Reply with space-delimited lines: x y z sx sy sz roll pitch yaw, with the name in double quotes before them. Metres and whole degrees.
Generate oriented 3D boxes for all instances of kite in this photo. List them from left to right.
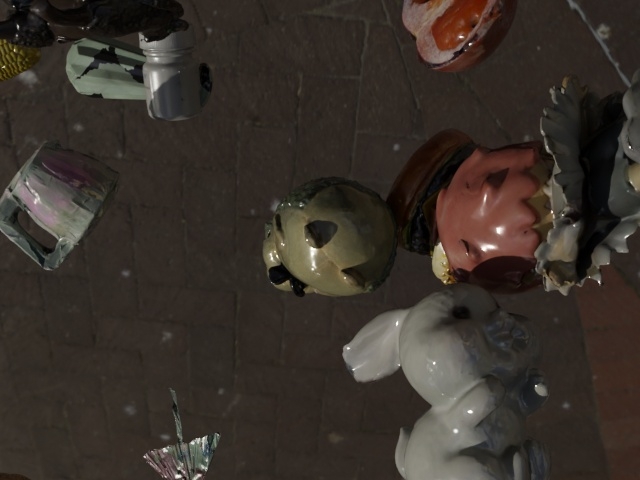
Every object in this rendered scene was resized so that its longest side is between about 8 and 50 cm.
"kite" -0.183 0.268 1.075 0.139 0.156 0.011 -19 165 27

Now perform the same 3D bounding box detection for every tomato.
"tomato" 0.227 -0.349 1.225 0.112 0.227 0.199 15 136 -31

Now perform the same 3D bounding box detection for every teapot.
"teapot" -0.505 -0.081 1.572 0.178 0.163 0.221 33 119 -16

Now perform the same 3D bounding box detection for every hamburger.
"hamburger" 0.270 -0.058 1.595 0.225 0.291 0.290 33 133 25

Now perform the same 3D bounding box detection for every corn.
"corn" -0.472 -0.235 1.111 0.207 0.067 0.067 -21 126 -1

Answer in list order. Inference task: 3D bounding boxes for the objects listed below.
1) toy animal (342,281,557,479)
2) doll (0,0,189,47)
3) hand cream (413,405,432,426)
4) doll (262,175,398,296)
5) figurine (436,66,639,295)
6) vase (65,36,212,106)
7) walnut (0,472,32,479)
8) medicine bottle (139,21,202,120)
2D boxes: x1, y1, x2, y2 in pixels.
"toy animal" 0.121 0.145 0.756 0.128 0.193 0.178 -4 160 -38
"doll" -0.181 -0.178 0.635 0.139 0.165 0.057 -2 90 29
"hand cream" 0.173 0.296 1.323 0.043 0.210 0.067 44 94 7
"doll" 0.000 0.000 1.571 0.248 0.349 0.247 -2 96 -18
"figurine" 0.212 -0.028 0.780 0.166 0.206 0.387 11 158 -14
"vase" -0.458 -0.419 2.080 0.361 0.165 0.165 14 130 17
"walnut" -0.297 0.305 0.772 0.165 0.165 0.197 -10 142 11
"medicine bottle" -0.274 -0.311 1.512 0.105 0.105 0.168 -1 113 4
